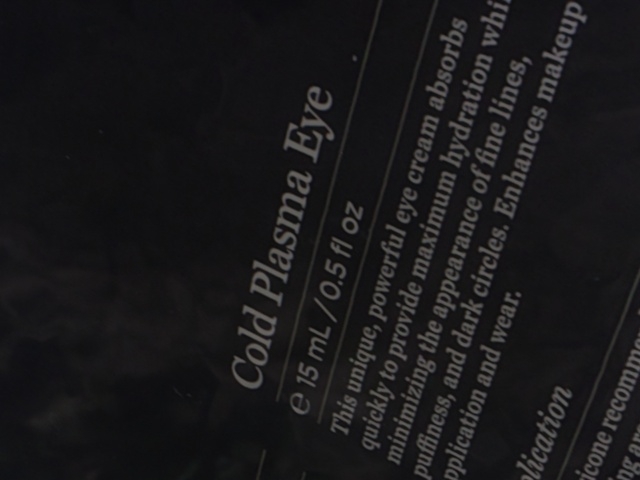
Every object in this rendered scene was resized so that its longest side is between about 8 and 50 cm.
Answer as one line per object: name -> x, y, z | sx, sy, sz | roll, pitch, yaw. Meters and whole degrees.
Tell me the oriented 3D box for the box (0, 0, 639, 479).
box -> 0.000, 0.000, 0.495 | 0.179, 0.313, 0.343 | -40, 151, -53
